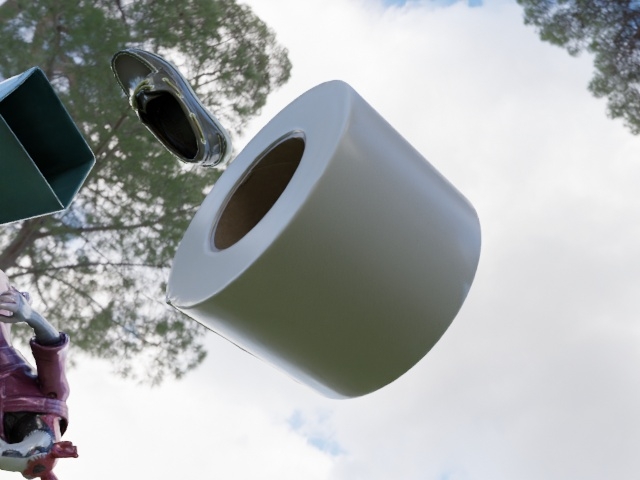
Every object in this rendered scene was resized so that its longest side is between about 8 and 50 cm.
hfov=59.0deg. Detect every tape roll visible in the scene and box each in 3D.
[{"bbox_3d":[0.000,0.000,0.526,0.169,0.246,0.246,37,-60,-25],"label":"tape roll"}]

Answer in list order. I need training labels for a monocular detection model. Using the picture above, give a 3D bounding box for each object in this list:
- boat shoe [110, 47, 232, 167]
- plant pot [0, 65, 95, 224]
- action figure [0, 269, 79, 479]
[{"bbox_3d":[-0.292,-0.254,1.056,0.305,0.091,0.109,46,-68,10],"label":"boat shoe"},{"bbox_3d":[-0.496,-0.116,0.830,0.234,0.165,0.165,-17,-56,7],"label":"plant pot"},{"bbox_3d":[-0.440,0.196,0.735,0.370,0.248,0.276,38,-20,18],"label":"action figure"}]
